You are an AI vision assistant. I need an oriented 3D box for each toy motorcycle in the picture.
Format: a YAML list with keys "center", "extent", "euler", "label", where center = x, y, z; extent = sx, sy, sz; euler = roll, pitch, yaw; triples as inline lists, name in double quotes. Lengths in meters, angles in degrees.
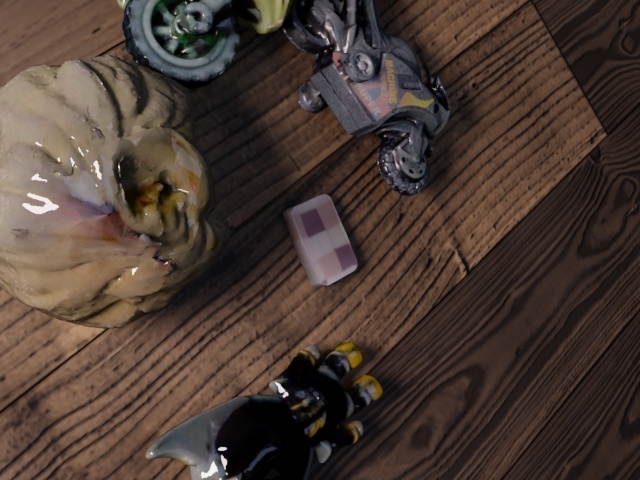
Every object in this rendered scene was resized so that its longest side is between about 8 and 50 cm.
- center: [0.068, -0.209, 1.118]
  extent: [0.173, 0.108, 0.307]
  euler: [-41, 103, -38]
  label: "toy motorcycle"
- center: [-0.155, -0.377, 0.966]
  extent: [0.237, 0.169, 0.409]
  euler: [-22, 94, -33]
  label: "toy motorcycle"

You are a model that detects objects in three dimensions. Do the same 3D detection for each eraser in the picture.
- center: [0.000, 0.000, 1.084]
  extent: [0.065, 0.026, 0.105]
  euler: [-28, 97, -34]
  label: "eraser"

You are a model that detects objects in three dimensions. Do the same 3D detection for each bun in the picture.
- center: [-0.208, -0.043, 0.843]
  extent: [0.282, 0.205, 0.281]
  euler: [-2, 94, -29]
  label: "bun"

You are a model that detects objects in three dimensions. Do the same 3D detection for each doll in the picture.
- center: [-0.053, 0.217, 0.975]
  extent: [0.316, 0.103, 0.145]
  euler: [-32, 115, -39]
  label: "doll"
